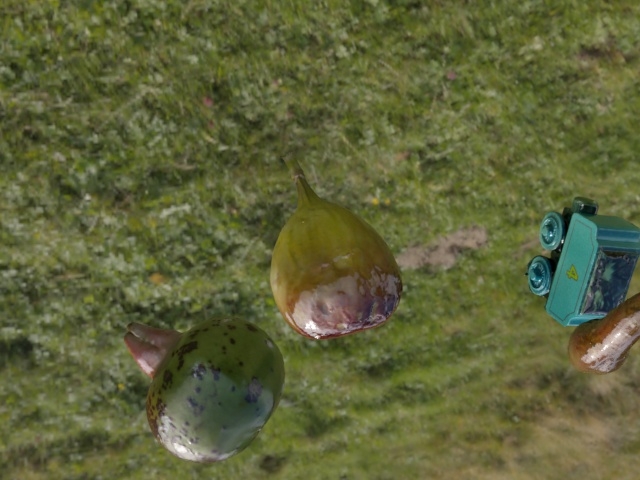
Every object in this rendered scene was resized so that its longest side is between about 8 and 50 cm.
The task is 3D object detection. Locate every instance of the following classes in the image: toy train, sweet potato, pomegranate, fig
[{"bbox_3d":[0.401,0.039,1.266,0.107,0.154,0.198,4,110,-20],"label":"toy train"},{"bbox_3d":[0.294,0.105,0.854,0.078,0.058,0.255,-35,162,-8],"label":"sweet potato"},{"bbox_3d":[-0.180,0.196,1.184,0.247,0.214,0.214,29,143,6],"label":"pomegranate"},{"bbox_3d":[0.000,0.000,1.028,0.159,0.257,0.159,-20,162,-7],"label":"fig"}]
